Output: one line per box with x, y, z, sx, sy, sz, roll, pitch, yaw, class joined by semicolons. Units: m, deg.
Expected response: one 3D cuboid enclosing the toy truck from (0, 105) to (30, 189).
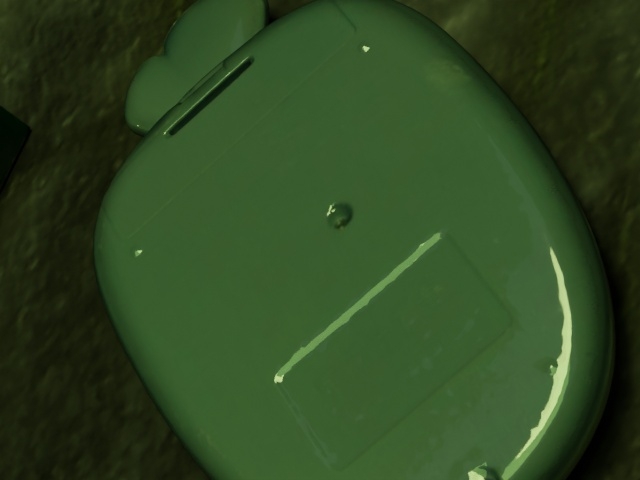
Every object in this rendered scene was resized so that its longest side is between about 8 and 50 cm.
-0.209;-0.011;0.851;0.065;0.079;0.147;14;73;36;toy truck

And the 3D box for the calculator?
0.000;0.000;0.731;0.188;0.042;0.302;-43;53;8;calculator
